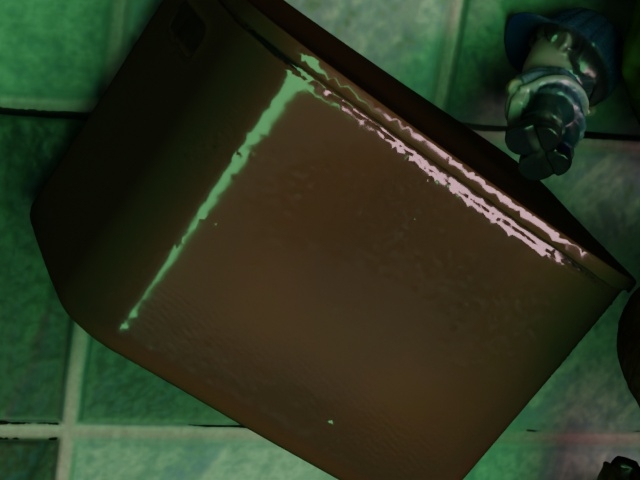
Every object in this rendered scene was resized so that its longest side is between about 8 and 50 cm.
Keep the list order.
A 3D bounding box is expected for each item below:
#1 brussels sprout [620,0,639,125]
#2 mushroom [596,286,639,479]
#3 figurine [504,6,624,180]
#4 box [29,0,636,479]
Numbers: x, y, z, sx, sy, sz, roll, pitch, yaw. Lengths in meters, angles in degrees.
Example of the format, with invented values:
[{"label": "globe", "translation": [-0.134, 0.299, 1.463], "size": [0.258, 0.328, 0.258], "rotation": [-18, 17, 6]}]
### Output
[{"label": "brussels sprout", "translation": [0.318, -0.147, 1.359], "size": [0.244, 0.244, 0.244], "rotation": [-6, 112, -16]}, {"label": "mushroom", "translation": [0.308, 0.159, 1.270], "size": [0.356, 0.334, 0.331], "rotation": [-29, 97, 14]}, {"label": "figurine", "translation": [0.171, -0.112, 1.368], "size": [0.087, 0.149, 0.086], "rotation": [-17, 122, 28]}, {"label": "box", "translation": [0.000, 0.000, 1.296], "size": [0.339, 0.239, 0.229], "rotation": [32, 99, -26]}]
